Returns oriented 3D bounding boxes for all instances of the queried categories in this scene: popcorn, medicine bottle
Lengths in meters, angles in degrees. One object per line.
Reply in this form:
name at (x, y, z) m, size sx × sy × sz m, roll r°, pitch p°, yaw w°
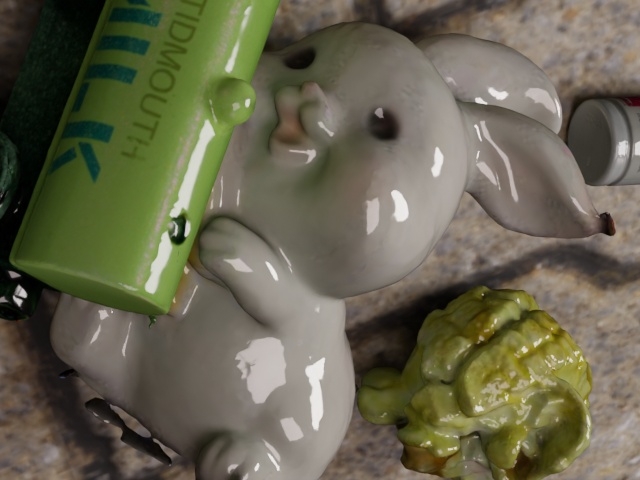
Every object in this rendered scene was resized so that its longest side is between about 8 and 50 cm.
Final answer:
popcorn at (0.113, 0.100, 1.102) m, size 0.141 × 0.162 × 0.135 m, roll 21°, pitch 72°, yaw -56°
medicine bottle at (0.216, -0.066, 1.084) m, size 0.091 × 0.058 × 0.058 m, roll -4°, pitch 119°, yaw -24°

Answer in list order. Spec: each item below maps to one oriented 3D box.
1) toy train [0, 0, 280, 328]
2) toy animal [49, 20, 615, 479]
toy train at (-0.097, -0.076, 0.832) m, size 0.105 × 0.157 × 0.253 m, roll 37°, pitch 67°, yaw -53°
toy animal at (-0.003, -0.001, 0.952) m, size 0.247 × 0.183 × 0.310 m, roll 26°, pitch 100°, yaw -39°
